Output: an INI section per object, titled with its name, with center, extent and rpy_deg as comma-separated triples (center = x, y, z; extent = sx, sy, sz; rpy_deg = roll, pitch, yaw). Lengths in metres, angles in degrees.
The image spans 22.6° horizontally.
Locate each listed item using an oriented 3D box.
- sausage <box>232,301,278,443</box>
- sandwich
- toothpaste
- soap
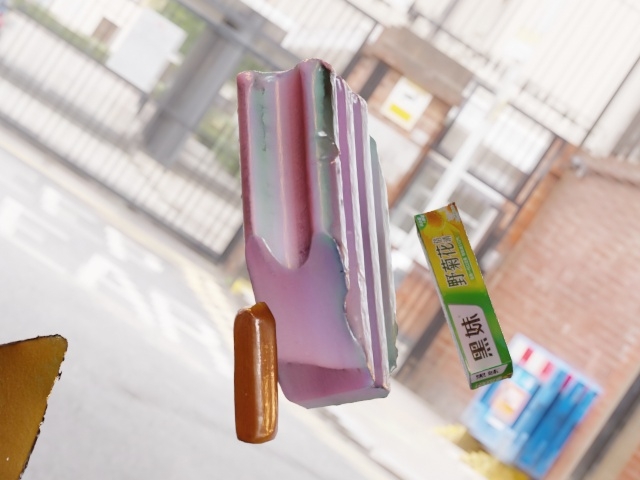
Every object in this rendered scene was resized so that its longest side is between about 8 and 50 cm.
[sausage]
center = -0.060, 0.122, 1.494
extent = 0.041, 0.131, 0.039
rpy_deg = 0, 2, 34
[sandwich]
center = -0.399, 0.172, 1.739
extent = 0.186, 0.220, 0.108
rpy_deg = 33, -26, -31
[toothpaste]
center = 0.131, 0.049, 1.475
extent = 0.037, 0.043, 0.178
rpy_deg = 76, -3, -58
[soap]
center = 0.000, 0.000, 1.629
extent = 0.109, 0.323, 0.193
rpy_deg = -11, -18, 19
